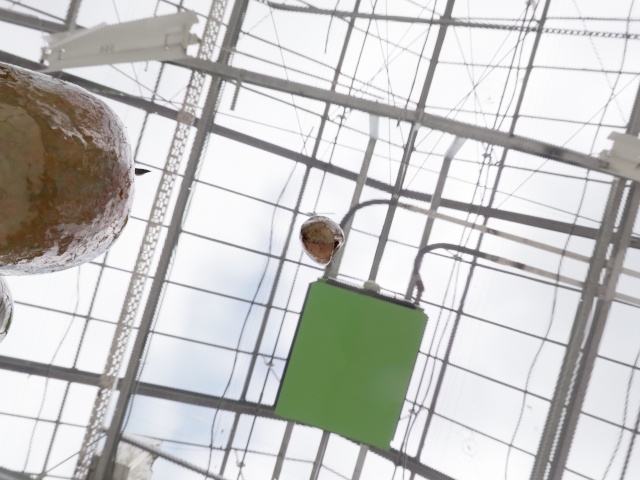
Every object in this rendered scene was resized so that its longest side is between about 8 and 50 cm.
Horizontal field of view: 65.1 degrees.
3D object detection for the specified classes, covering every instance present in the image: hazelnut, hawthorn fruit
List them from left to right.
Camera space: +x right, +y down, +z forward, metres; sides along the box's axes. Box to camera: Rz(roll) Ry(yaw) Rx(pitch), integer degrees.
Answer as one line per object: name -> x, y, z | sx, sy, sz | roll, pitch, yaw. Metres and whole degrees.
hawthorn fruit -> -0.369, -0.083, 0.667 | 0.268, 0.301, 0.267 | 0, -90, 44
hazelnut -> 0.000, 0.000, 0.856 | 0.086, 0.086, 0.086 | 0, -92, 6

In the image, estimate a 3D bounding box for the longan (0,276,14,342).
longan -> -0.825, 0.134, 1.096 | 0.300, 0.300, 0.243 | 35, -92, 6
